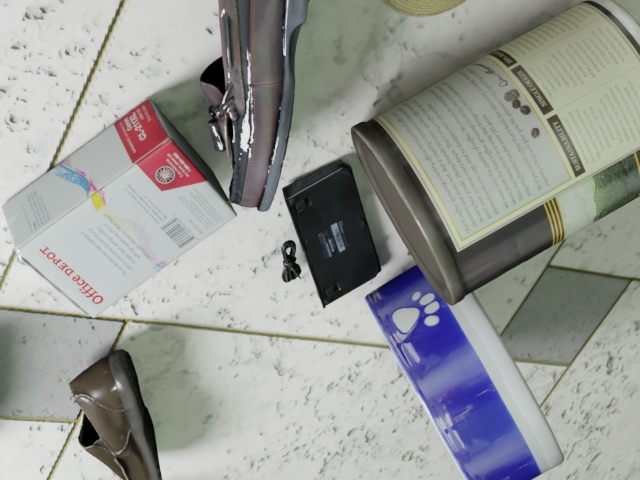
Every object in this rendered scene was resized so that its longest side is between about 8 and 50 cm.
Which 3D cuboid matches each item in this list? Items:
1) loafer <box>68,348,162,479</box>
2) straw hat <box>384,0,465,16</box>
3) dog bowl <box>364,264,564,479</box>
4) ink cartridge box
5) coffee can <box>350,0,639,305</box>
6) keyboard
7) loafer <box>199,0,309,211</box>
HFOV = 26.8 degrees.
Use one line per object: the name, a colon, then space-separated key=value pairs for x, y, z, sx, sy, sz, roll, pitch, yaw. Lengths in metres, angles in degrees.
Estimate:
loafer: x=-0.223 y=0.205 z=1.457 sx=0.078 sy=0.080 sz=0.220 roll=-13 pitch=129 yaw=-5
straw hat: x=0.119 y=-0.252 z=1.233 sx=0.145 sy=0.061 sz=0.144 roll=-15 pitch=134 yaw=-17
dog bowl: x=0.155 y=0.149 z=1.468 sx=0.104 sy=0.265 sz=0.265 roll=-29 pitch=137 yaw=2
ink cartridge box: x=-0.189 y=-0.028 z=1.257 sx=0.175 sy=0.072 sz=0.127 roll=-35 pitch=137 yaw=4
coffee can: x=0.197 y=-0.089 z=1.321 sx=0.275 sy=0.201 sz=0.201 roll=-29 pitch=137 yaw=-2
keyboard: x=0.000 y=0.000 z=1.425 sx=0.108 sy=0.023 sz=0.180 roll=-30 pitch=136 yaw=-11
loafer: x=-0.068 y=-0.166 z=1.196 sx=0.095 sy=0.109 sz=0.302 roll=5 pitch=122 yaw=-8
